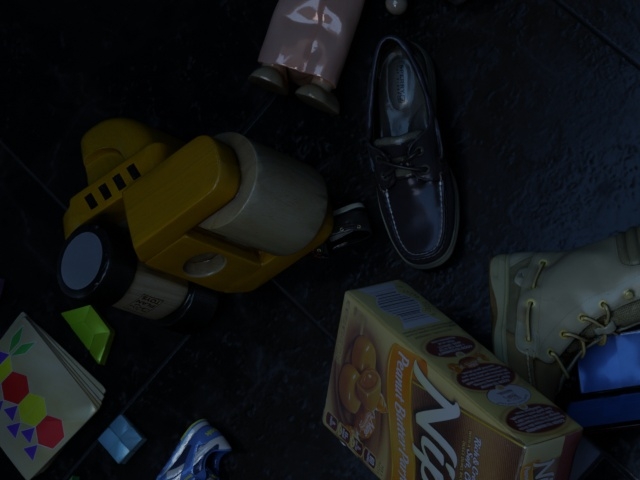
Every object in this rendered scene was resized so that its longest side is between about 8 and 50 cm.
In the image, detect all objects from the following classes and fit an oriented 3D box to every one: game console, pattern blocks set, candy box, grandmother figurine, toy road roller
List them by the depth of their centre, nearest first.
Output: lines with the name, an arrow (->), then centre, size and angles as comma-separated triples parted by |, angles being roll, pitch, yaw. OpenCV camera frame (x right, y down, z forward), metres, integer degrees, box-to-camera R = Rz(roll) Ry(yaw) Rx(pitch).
candy box -> 0.132, 0.199, 1.762 | 0.316, 0.087, 0.183 | 41, 132, 44
game console -> 0.323, 0.152, 1.819 | 0.144, 0.085, 0.124 | -10, 77, 18
toy road roller -> -0.168, -0.057, 1.966 | 0.329, 0.202, 0.241 | -31, 57, 29
grandmother figurine -> 0.015, -0.342, 2.025 | 0.208, 0.104, 0.342 | 22, 86, -4
pattern blocks set -> -0.376, 0.197, 2.108 | 0.285, 0.026, 0.325 | -38, 70, 11

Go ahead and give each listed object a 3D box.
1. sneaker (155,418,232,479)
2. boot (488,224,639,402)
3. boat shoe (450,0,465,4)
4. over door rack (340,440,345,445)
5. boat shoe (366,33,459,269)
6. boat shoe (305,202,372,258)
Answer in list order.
sneaker -> -0.161, 0.291, 1.996 | 0.059, 0.053, 0.144 | 31, 93, 21
boot -> 0.295, 0.102, 1.802 | 0.203, 0.095, 0.262 | -14, 46, 15
boat shoe -> 0.209, -0.389, 1.972 | 0.228, 0.068, 0.081 | -51, 28, 1
over door rack -> 0.025, 0.384, 1.879 | 0.239, 0.108, 0.324 | -44, 68, 7
boat shoe -> 0.100, -0.109, 1.946 | 0.103, 0.092, 0.285 | -9, 77, 20
boat shoe -> -0.001, -0.001, 1.989 | 0.133, 0.049, 0.042 | -24, 65, 11
